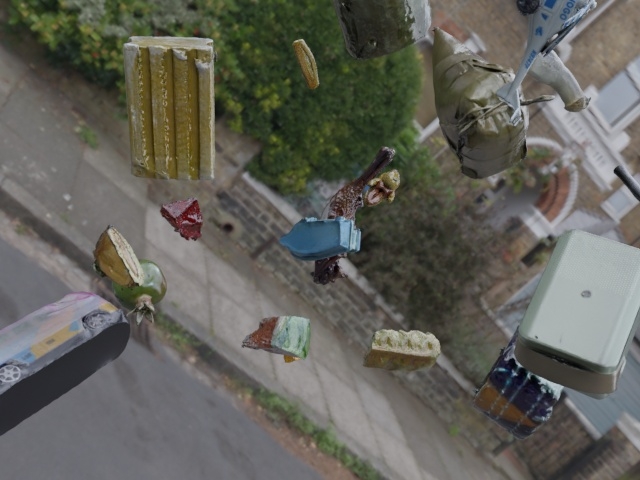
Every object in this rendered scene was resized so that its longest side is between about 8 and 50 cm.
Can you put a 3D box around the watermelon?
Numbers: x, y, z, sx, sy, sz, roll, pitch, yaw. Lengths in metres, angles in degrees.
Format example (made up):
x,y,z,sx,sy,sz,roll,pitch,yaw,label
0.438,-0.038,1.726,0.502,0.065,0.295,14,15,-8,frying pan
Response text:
x,y,z,sx,sy,sz,roll,pitch,yaw,label
-0.086,0.215,1.717,0.121,0.097,0.158,23,-24,-29,watermelon

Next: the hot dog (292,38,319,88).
x,y,z,sx,sy,sz,roll,pitch,yaw,label
-0.034,-0.456,1.961,0.028,0.044,0.137,-99,167,-59,hot dog

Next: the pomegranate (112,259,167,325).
x,y,z,sx,sy,sz,roll,pitch,yaw,label
-0.590,0.172,2.498,0.181,0.181,0.224,39,21,-47,pomegranate

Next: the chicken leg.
x,y,z,sx,sy,sz,roll,pitch,yaw,label
0.068,-0.073,1.992,0.096,0.407,0.158,26,3,-34,chicken leg

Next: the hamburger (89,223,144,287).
x,y,z,sx,sy,sz,roll,pitch,yaw,label
-0.533,0.051,1.960,0.176,0.102,0.087,62,20,-15,hamburger

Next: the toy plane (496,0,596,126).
x,y,z,sx,sy,sz,roll,pitch,yaw,label
0.341,-0.326,1.171,0.107,0.273,0.182,31,48,11,toy plane

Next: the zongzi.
x,y,z,sx,sy,sz,roll,pitch,yaw,label
0.351,-0.415,1.886,0.466,0.218,0.500,63,6,12,zongzi

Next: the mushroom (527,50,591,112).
x,y,z,sx,sy,sz,roll,pitch,yaw,label
0.657,-0.442,2.097,0.223,0.081,0.092,41,42,-18,mushroom

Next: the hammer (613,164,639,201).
x,y,z,sx,sy,sz,roll,pitch,yaw,label
0.692,-0.096,1.625,0.029,0.103,0.246,52,18,-33,hammer

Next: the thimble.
x,y,z,sx,sy,sz,roll,pitch,yaw,label
0.438,0.293,1.631,0.150,0.237,0.237,33,5,12,thimble

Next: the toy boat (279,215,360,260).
x,y,z,sx,sy,sz,roll,pitch,yaw,label
0.000,0.000,1.879,0.238,0.109,0.098,-7,-16,43,toy boat

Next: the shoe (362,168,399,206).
x,y,z,sx,sy,sz,roll,pitch,yaw,label
0.152,-0.123,1.866,0.072,0.109,0.069,62,8,-9,shoe

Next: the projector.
x,y,z,sx,sy,sz,roll,pitch,yaw,label
0.419,0.130,1.215,0.163,0.242,0.177,19,-21,27,projector

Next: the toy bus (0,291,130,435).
x,y,z,sx,sy,sz,roll,pitch,yaw,label
-0.621,0.250,1.701,0.162,0.171,0.386,36,45,22,toy bus

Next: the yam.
x,y,z,sx,sy,sz,roll,pitch,yaw,label
0.080,-0.451,1.229,0.168,0.168,0.304,55,-8,48,yam

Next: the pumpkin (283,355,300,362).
x,y,z,sx,sy,sz,roll,pitch,yaw,label
-0.080,0.309,2.170,0.083,0.054,0.074,3,80,-63,pumpkin

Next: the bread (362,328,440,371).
x,y,z,sx,sy,sz,roll,pitch,yaw,label
0.243,0.326,2.220,0.232,0.128,0.088,4,20,-19,bread

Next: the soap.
x,y,z,sx,sy,sz,roll,pitch,yaw,label
-0.291,-0.257,1.505,0.174,0.274,0.089,1,28,-6,soap

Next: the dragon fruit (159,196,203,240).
x,y,z,sx,sy,sz,roll,pitch,yaw,label
-0.333,-0.036,1.877,0.063,0.097,0.131,-122,-164,-45,dragon fruit
